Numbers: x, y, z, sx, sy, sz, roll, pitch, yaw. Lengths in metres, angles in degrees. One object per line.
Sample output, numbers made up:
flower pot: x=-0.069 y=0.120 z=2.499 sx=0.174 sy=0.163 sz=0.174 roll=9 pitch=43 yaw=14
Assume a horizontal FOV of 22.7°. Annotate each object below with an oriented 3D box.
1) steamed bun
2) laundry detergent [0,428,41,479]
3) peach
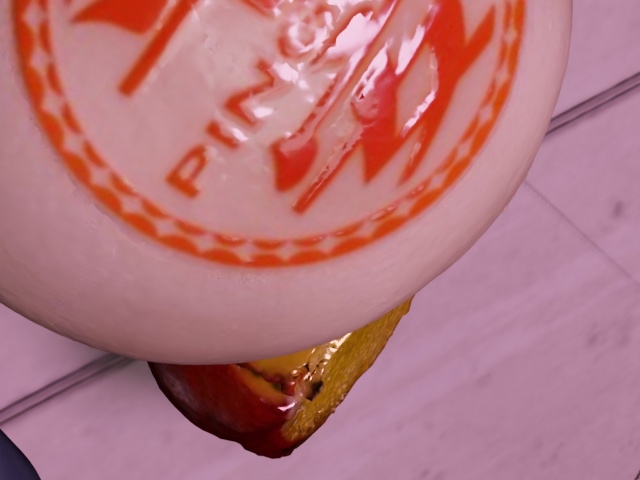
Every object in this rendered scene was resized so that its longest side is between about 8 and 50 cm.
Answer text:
steamed bun: x=-0.025 y=-0.074 z=0.480 sx=0.232 sy=0.145 sz=0.231 roll=-1 pitch=93 yaw=-20
laundry detergent: x=-0.168 y=0.040 z=0.538 sx=0.061 sy=0.097 sz=0.206 roll=-39 pitch=134 yaw=-11
peach: x=-0.006 y=-0.003 z=0.615 sx=0.172 sy=0.092 sz=0.127 roll=-61 pitch=166 yaw=7
